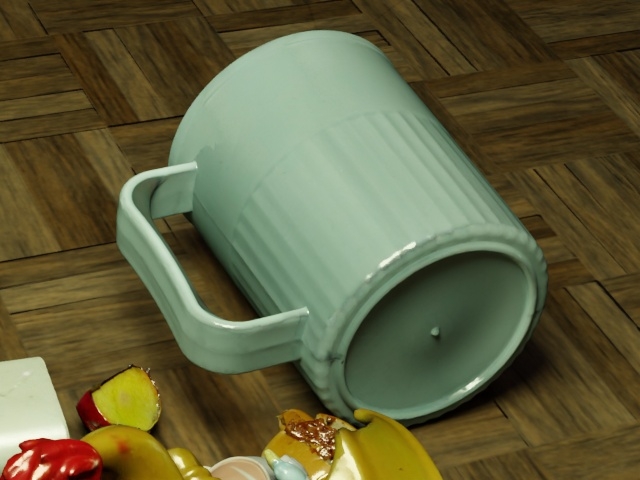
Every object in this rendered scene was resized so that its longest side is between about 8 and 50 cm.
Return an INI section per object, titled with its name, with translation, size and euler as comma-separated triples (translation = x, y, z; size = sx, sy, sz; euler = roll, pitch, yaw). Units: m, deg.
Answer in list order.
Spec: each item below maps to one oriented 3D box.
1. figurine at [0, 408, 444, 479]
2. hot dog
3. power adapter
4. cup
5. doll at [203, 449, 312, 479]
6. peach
[figurine]
translation = -0.089, 0.304, 1.208
size = 0.401, 0.268, 0.387
euler = -2, 47, -40
[hot dog]
translation = 0.037, 0.222, 1.555
size = 0.102, 0.076, 0.249
euler = -25, 49, -32
[power adapter]
translation = -0.317, 0.183, 1.486
size = 0.205, 0.130, 0.125
euler = -6, 39, -21
[cup]
translation = 0.013, -0.015, 1.689
size = 0.331, 0.257, 0.311
euler = 17, 26, -43
[doll]
translation = 0.000, 0.264, 1.450
size = 0.151, 0.151, 0.287
euler = -24, 41, -36
[peach]
translation = -0.183, 0.148, 1.627
size = 0.077, 0.050, 0.083
euler = 20, 41, -25
